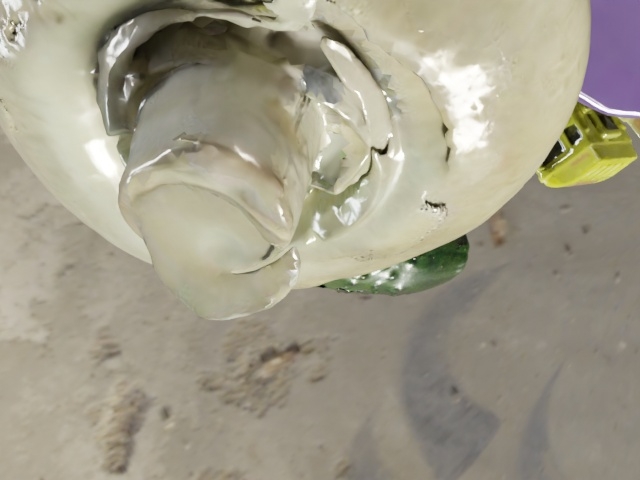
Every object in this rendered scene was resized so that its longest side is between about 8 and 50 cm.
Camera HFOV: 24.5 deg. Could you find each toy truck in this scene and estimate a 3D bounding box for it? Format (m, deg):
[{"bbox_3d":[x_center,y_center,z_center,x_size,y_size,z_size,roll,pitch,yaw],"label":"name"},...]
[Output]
[{"bbox_3d":[0.331,-0.155,1.565,0.272,0.124,0.157,-37,71,35],"label":"toy truck"}]

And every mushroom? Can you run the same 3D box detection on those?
[{"bbox_3d":[-0.021,-0.071,0.554,0.246,0.202,0.246,4,136,4],"label":"mushroom"}]

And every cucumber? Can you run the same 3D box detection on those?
[{"bbox_3d":[0.000,0.000,0.957,0.069,0.227,0.069,-15,72,56],"label":"cucumber"}]

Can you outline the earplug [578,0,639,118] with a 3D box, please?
[{"bbox_3d":[0.201,-0.277,1.224,0.215,0.456,0.215,-5,116,-10],"label":"earplug"}]
